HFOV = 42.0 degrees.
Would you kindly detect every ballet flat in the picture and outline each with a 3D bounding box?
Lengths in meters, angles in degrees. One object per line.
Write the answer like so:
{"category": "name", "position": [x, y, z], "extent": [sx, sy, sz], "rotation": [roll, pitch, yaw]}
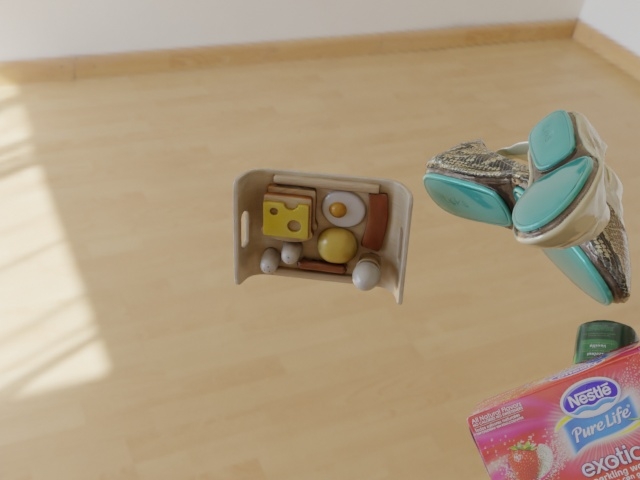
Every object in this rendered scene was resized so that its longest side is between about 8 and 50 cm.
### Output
{"category": "ballet flat", "position": [0.341, -0.071, 1.280], "extent": [0.182, 0.164, 0.483], "rotation": [-38, 31, -7]}
{"category": "ballet flat", "position": [0.230, -0.045, 0.757], "extent": [0.086, 0.086, 0.248], "rotation": [17, 35, 10]}

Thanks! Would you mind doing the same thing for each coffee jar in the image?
{"category": "coffee jar", "position": [0.350, 0.198, 1.035], "extent": [0.079, 0.096, 0.184], "rotation": [-2, 51, 30]}

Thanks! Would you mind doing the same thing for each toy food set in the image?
{"category": "toy food set", "position": [0.000, 0.000, 1.444], "extent": [0.306, 0.220, 0.092], "rotation": [6, 32, 6]}

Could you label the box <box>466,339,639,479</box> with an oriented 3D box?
{"category": "box", "position": [0.301, 0.193, 0.894], "extent": [0.256, 0.128, 0.123], "rotation": [-24, 81, 14]}
